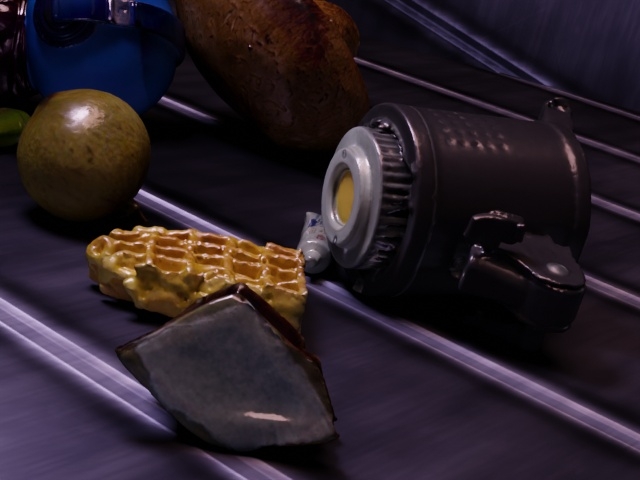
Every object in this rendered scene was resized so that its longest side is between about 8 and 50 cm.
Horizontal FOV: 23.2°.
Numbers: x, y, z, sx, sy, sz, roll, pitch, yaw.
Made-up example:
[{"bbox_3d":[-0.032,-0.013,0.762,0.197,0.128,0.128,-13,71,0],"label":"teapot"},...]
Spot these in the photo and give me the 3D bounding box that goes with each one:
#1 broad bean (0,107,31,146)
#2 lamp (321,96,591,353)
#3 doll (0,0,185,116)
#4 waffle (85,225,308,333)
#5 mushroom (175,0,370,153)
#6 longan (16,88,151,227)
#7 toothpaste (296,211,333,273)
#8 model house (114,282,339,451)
[{"bbox_3d":[-0.425,-0.129,1.870,0.065,0.046,0.254,21,19,29],"label":"broad bean"},{"bbox_3d":[0.138,-0.042,1.655,0.272,0.205,0.374,15,26,-5],"label":"lamp"},{"bbox_3d":[-0.338,-0.273,2.119,0.310,0.240,0.284,-3,-12,2],"label":"doll"},{"bbox_3d":[-0.120,0.034,1.490,0.211,0.055,0.160,10,14,-7],"label":"waffle"},{"bbox_3d":[-0.068,-0.267,2.183,0.345,0.239,0.345,25,-7,3],"label":"mushroom"},{"bbox_3d":[-0.244,-0.081,1.677,0.176,0.145,0.155,51,44,-4],"label":"longan"},{"bbox_3d":[0.000,0.000,1.742,0.060,0.038,0.233,16,13,2],"label":"toothpaste"},{"bbox_3d":[-0.062,0.103,1.246,0.165,0.106,0.152,47,3,-3],"label":"model house"}]
